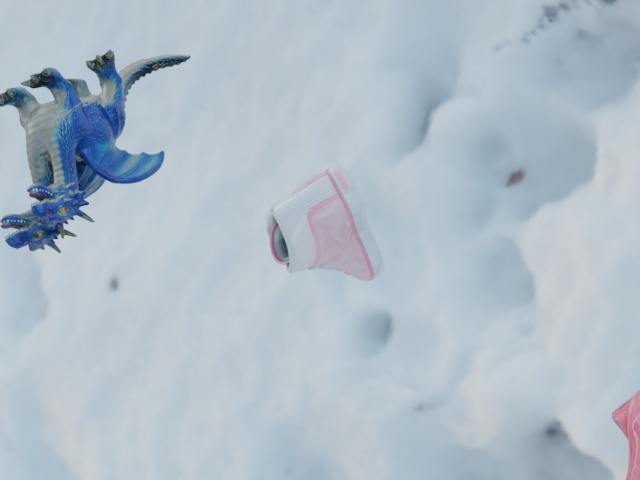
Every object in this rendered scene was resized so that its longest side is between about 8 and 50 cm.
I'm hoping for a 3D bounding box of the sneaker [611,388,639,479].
[{"bbox_3d":[0.293,0.118,1.087,0.136,0.116,0.314,11,63,33],"label":"sneaker"}]

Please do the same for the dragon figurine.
[{"bbox_3d":[-0.196,-0.082,1.252,0.085,0.289,0.144,-22,94,28],"label":"dragon figurine"}]

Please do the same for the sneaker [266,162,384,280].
[{"bbox_3d":[0.000,0.000,0.992,0.070,0.134,0.051,-31,63,-4],"label":"sneaker"}]
